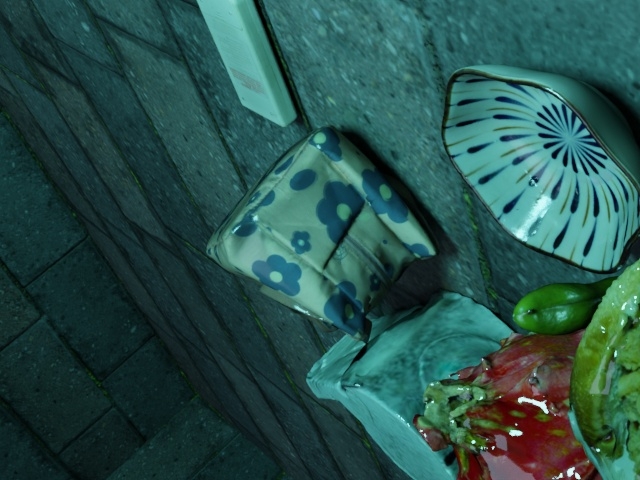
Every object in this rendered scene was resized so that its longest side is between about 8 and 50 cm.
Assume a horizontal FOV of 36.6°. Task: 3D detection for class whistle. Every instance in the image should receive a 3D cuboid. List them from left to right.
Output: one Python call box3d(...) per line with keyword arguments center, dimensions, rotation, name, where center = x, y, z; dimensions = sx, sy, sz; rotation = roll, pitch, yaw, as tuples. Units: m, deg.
box3d(center=(0.104, 0.162, 1.181), dimensions=(0.405, 0.168, 0.188), rotation=(24, 151, 51), name="whistle")

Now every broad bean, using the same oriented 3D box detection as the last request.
box3d(center=(0.218, 0.051, 0.746), dimensions=(0.069, 0.227, 0.039), rotation=(-17, 77, 32), name="broad bean")

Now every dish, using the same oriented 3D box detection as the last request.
box3d(center=(0.178, -0.066, 0.715), dimensions=(0.191, 0.066, 0.190), rotation=(41, 159, 20), name="dish")

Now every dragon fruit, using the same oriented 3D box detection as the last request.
box3d(center=(0.210, 0.170, 0.863), dimensions=(0.268, 0.205, 0.210), rotation=(19, 149, -24), name="dragon fruit")

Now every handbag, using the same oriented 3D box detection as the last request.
box3d(center=(0.000, 0.000, 1.075), dimensions=(0.193, 0.190, 0.251), rotation=(43, 170, -6), name="handbag")

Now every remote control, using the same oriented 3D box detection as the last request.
box3d(center=(-0.083, -0.211, 1.062), dimensions=(0.087, 0.029, 0.190), rotation=(32, 156, 40), name="remote control")

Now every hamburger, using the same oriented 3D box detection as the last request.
box3d(center=(0.270, 0.138, 0.668), dimensions=(0.288, 0.192, 0.167), rotation=(62, 179, -42), name="hamburger")
